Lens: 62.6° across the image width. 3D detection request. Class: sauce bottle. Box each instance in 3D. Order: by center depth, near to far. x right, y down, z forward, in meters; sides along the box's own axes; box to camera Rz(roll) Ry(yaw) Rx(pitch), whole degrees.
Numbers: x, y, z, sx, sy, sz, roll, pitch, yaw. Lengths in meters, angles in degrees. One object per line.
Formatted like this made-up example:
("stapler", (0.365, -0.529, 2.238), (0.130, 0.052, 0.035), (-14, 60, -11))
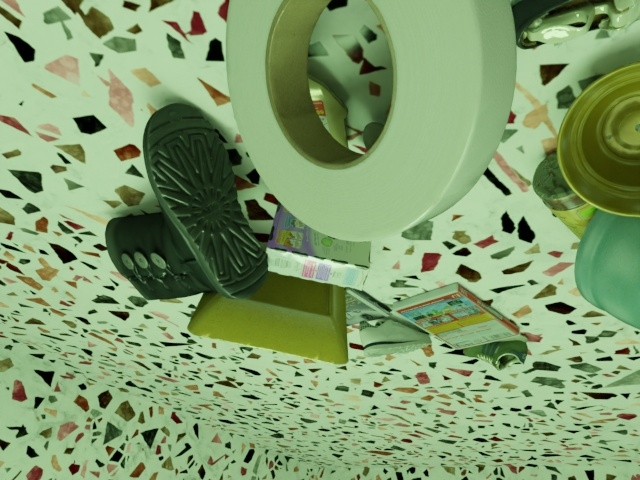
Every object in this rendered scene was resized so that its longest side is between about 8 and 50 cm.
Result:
("sauce bottle", (0.505, -0.031, 0.918), (0.344, 0.111, 0.111), (31, 141, -31))

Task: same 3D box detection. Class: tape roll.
("tape roll", (0.028, -0.191, 0.607), (0.072, 0.391, 0.392), (-23, 169, -39))

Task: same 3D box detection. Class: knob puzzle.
("knob puzzle", (-0.049, -0.215, 0.861), (0.213, 0.029, 0.213), (8, 147, 5))

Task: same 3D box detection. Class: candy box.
("candy box", (0.000, 0.000, 1.037), (0.197, 0.164, 0.070), (12, 134, -2))

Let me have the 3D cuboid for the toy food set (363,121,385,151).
("toy food set", (0.108, -0.166, 0.754), (0.092, 0.220, 0.306), (54, 139, 5))

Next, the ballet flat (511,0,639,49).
("ballet flat", (0.331, -0.275, 0.635), (0.203, 0.074, 0.074), (-7, 143, 23))

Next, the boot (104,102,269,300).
("boot", (-0.324, -0.047, 1.075), (0.445, 0.146, 0.366), (-4, 109, 53))

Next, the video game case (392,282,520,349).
("video game case", (0.358, 0.208, 1.385), (0.285, 0.025, 0.204), (33, 141, -30))

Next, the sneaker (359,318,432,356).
("sneaker", (0.211, 0.263, 1.456), (0.235, 0.094, 0.090), (7, 144, -34))

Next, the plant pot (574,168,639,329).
("plant pot", (0.578, 0.039, 0.799), (0.293, 0.196, 0.292), (-9, 122, -15))

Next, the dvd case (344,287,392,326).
("dvd case", (0.061, 0.190, 1.443), (0.221, 0.018, 0.165), (-23, 134, 39))

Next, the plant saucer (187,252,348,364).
("plant saucer", (-0.093, 0.120, 1.176), (0.333, 0.332, 0.080), (12, 112, -4))

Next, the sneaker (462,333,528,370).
("sneaker", (0.482, 0.319, 1.460), (0.192, 0.086, 0.064), (-22, 135, 39))

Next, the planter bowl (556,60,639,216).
("planter bowl", (0.452, -0.149, 0.740), (0.217, 0.090, 0.217), (11, 120, 20))
